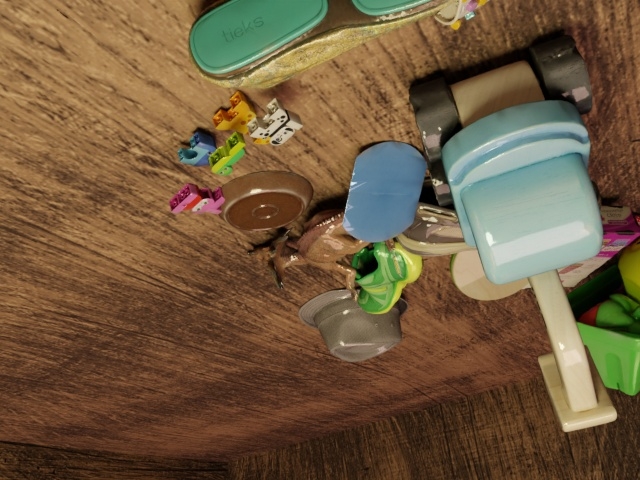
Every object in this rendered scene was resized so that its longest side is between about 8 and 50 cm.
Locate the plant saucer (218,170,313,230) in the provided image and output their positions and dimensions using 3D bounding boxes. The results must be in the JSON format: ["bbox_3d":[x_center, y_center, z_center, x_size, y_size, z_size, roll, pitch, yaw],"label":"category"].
[{"bbox_3d":[-0.092,-0.058,1.133,0.168,0.029,0.168,-10,154,-5],"label":"plant saucer"}]

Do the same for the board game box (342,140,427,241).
[{"bbox_3d":[0.096,-0.081,1.096,0.133,0.033,0.169,-1,114,-27],"label":"board game box"}]

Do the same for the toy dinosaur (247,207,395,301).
[{"bbox_3d":[0.000,0.000,1.190,0.200,0.127,0.296,9,143,-22],"label":"toy dinosaur"}]

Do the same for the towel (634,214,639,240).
[{"bbox_3d":[0.577,-0.009,1.497,0.274,0.031,0.199,7,148,-33],"label":"towel"}]

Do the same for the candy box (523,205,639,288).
[{"bbox_3d":[0.515,0.017,1.415,0.159,0.071,0.233,0,149,-21],"label":"candy box"}]

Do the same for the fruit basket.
[{"bbox_3d":[0.710,0.112,1.530,0.392,0.392,0.283,14,180,-42],"label":"fruit basket"}]

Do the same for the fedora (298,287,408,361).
[{"bbox_3d":[0.091,0.213,1.645,0.275,0.124,0.243,12,146,-39],"label":"fedora"}]

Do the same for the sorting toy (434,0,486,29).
[{"bbox_3d":[0.177,-0.284,0.778,0.075,0.045,0.083,-26,157,-13],"label":"sorting toy"}]

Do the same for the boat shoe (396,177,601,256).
[{"bbox_3d":[0.300,-0.058,1.157,0.355,0.132,0.130,-10,141,2],"label":"boat shoe"}]

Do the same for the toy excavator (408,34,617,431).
[{"bbox_3d":[0.301,0.020,0.966,0.222,0.445,0.433,-16,154,11],"label":"toy excavator"}]

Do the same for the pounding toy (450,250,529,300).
[{"bbox_3d":[0.342,-0.006,1.358,0.183,0.110,0.237,10,120,-16],"label":"pounding toy"}]

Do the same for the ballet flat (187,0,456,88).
[{"bbox_3d":[0.028,-0.250,0.714,0.348,0.123,0.123,-20,153,16],"label":"ballet flat"}]

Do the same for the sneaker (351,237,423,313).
[{"bbox_3d":[0.120,0.060,1.400,0.123,0.109,0.295,17,152,-4],"label":"sneaker"}]

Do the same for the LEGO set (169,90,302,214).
[{"bbox_3d":[-0.107,-0.125,0.931,0.227,0.087,0.093,-37,148,31],"label":"LEGO set"}]
